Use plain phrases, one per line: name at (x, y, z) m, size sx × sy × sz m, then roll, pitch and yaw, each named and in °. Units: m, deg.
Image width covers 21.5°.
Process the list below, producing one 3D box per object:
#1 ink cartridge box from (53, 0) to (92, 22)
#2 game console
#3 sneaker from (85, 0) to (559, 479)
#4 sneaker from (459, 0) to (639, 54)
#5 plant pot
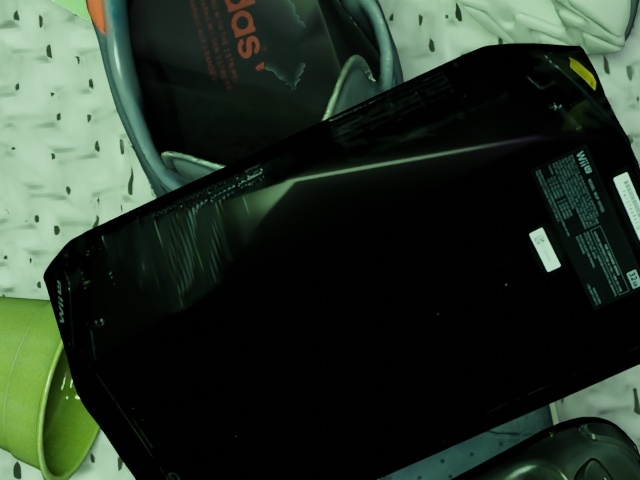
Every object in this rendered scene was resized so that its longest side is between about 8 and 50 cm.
ink cartridge box at (-0.079, -0.219, 0.715) m, size 0.171 × 0.056 × 0.235 m, roll 27°, pitch 85°, yaw -26°
game console at (0.063, 0.107, 0.661) m, size 0.213 × 0.044 × 0.361 m, roll -24°, pitch 119°, yaw 7°
sneaker at (0.000, 0.000, 0.675) m, size 0.131 × 0.148 × 0.350 m, roll -29°, pitch 98°, yaw -2°
sneaker at (0.073, -0.194, 0.690) m, size 0.235 × 0.094 × 0.153 m, roll 31°, pitch 70°, yaw -37°
plant pot at (-0.139, 0.055, 0.725) m, size 0.079 × 0.083 × 0.083 m, roll 13°, pitch 87°, yaw 11°
